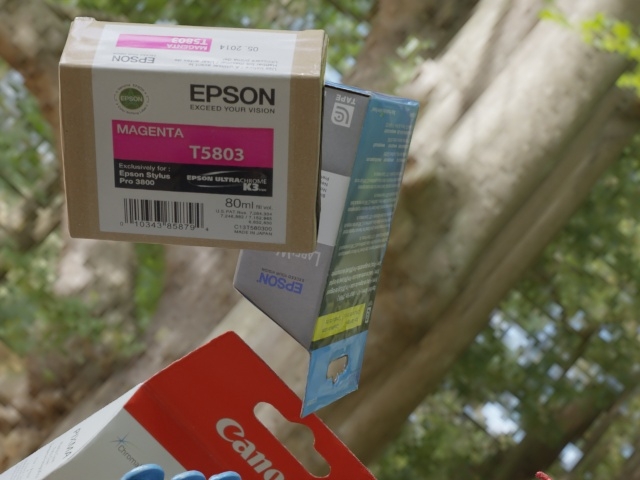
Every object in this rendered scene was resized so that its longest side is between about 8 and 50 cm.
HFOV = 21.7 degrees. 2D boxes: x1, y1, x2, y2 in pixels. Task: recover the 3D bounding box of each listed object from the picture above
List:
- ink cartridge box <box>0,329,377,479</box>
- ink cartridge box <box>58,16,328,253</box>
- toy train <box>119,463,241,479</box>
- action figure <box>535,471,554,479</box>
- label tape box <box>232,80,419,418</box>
[{"bbox_3d":[-0.147,0.310,1.839,0.308,0.385,0.091,48,27,-19],"label":"ink cartridge box"},{"bbox_3d":[-0.114,-0.094,1.517,0.235,0.088,0.193,3,-54,3],"label":"ink cartridge box"},{"bbox_3d":[-0.124,0.247,1.400,0.184,0.105,0.080,15,34,-50],"label":"toy train"},{"bbox_3d":[0.261,0.269,1.709,0.030,0.038,0.115,23,-4,-39],"label":"action figure"},{"bbox_3d":[0.000,0.000,1.771,0.106,0.333,0.240,14,6,15],"label":"label tape box"}]
